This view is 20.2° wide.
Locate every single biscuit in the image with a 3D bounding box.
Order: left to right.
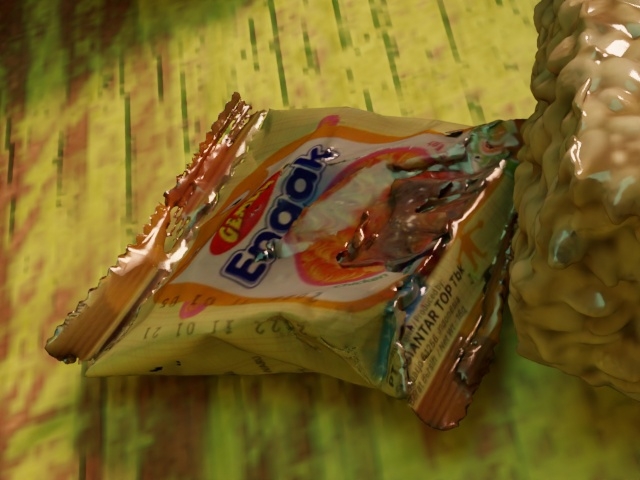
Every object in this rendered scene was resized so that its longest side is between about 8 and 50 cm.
[{"bbox_3d":[0.090,-0.034,0.429,0.082,0.070,0.168,14,41,-1],"label":"biscuit"}]

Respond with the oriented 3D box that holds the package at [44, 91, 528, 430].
[{"bbox_3d":[0.002,0.000,0.470,0.120,0.031,0.108,4,44,33],"label":"package"}]
